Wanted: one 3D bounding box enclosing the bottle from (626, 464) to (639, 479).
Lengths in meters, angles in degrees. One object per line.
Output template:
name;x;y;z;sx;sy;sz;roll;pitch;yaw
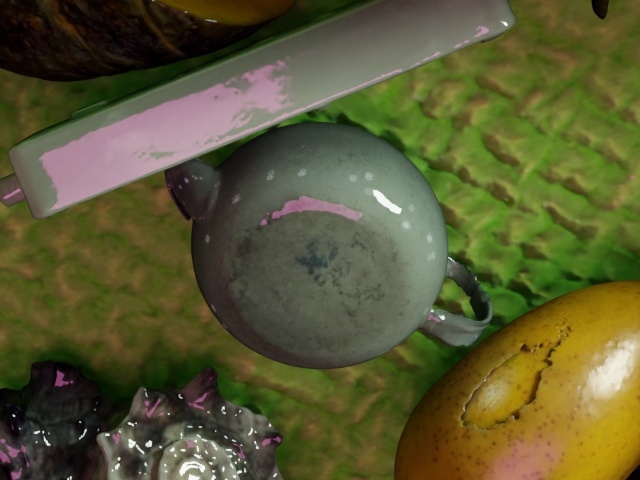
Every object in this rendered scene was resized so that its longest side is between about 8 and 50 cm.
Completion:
bottle;0.370;0.192;1.354;0.244;0.072;0.082;-13;107;11

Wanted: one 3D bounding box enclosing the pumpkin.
pumpkin;-0.177;-0.155;1.178;0.278;0.111;0.163;24;123;-11

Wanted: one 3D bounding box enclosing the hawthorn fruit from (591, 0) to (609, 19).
hawthorn fruit;0.176;-0.279;1.002;0.284;0.285;0.369;-4;139;7

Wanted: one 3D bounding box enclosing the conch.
conch;-0.156;0.206;1.351;0.313;0.186;0.241;22;93;12

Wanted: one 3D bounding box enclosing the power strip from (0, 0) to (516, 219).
power strip;-0.053;-0.106;1.161;0.385;0.091;0.062;-22;100;3

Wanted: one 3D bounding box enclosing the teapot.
teapot;0.000;0.000;1.243;0.294;0.129;0.193;24;119;-12

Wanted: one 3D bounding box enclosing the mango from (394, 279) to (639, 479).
mango;0.181;0.133;1.264;0.290;0.160;0.191;-39;153;-3
